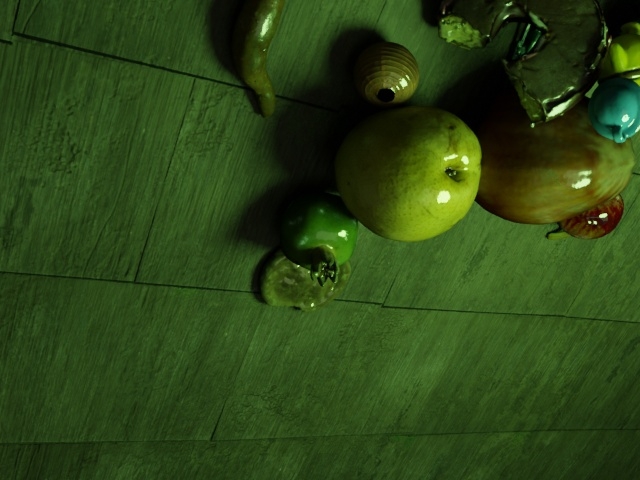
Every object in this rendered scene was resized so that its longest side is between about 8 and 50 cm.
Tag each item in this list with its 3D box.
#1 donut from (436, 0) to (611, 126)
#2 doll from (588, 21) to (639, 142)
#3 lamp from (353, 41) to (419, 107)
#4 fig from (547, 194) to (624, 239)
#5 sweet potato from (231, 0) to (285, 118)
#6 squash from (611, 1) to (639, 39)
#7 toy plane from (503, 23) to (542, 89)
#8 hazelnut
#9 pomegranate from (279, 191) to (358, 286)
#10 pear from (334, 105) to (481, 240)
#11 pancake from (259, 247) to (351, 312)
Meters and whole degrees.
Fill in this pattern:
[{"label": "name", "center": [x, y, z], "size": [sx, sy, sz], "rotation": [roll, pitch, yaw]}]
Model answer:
[{"label": "donut", "center": [0.423, -0.421, 1.573], "size": [0.259, 0.345, 0.136], "rotation": [-44, 169, -2]}, {"label": "doll", "center": [0.628, -0.309, 1.579], "size": [0.145, 0.363, 0.199], "rotation": [-16, 122, 40]}, {"label": "lamp", "center": [0.134, -0.337, 1.593], "size": [0.137, 0.136, 0.136], "rotation": [-13, 128, -17]}, {"label": "fig", "center": [0.697, -0.067, 2.056], "size": [0.175, 0.175, 0.207], "rotation": [-24, 145, -8]}, {"label": "sweet potato", "center": [-0.115, -0.378, 1.483], "size": [0.109, 0.079, 0.346], "rotation": [-15, 134, -31]}, {"label": "squash", "center": [0.764, -0.453, 1.769], "size": [0.218, 0.172, 0.218], "rotation": [12, 138, 11]}, {"label": "toy plane", "center": [0.476, -0.439, 1.734], "size": [0.096, 0.060, 0.235], "rotation": [2, 128, -11]}, {"label": "hazelnut", "center": [0.500, -0.185, 1.737], "size": [0.366, 0.365, 0.365], "rotation": [-13, 128, -17]}, {"label": "pomegranate", "center": [-0.001, 0.001, 1.719], "size": [0.187, 0.225, 0.187], "rotation": [-5, 132, -5]}, {"label": "pear", "center": [0.186, -0.144, 1.639], "size": [0.315, 0.314, 0.314], "rotation": [-13, 128, -17]}, {"label": "pancake", "center": [-0.035, 0.092, 1.892], "size": [0.222, 0.042, 0.236], "rotation": [-45, 130, 13]}]
